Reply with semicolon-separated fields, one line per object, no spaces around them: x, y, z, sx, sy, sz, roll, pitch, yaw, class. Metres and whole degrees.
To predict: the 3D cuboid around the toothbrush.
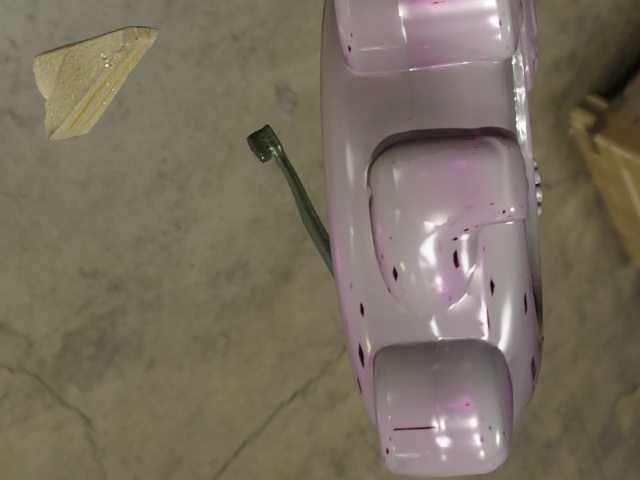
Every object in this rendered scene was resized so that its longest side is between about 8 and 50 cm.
0.000;0.000;1.491;0.031;0.297;0.030;-25;165;-18;toothbrush

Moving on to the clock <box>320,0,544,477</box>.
0.077;-0.034;0.824;0.295;0.113;0.322;-5;92;-79;clock

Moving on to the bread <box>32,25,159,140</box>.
-0.258;-0.187;1.614;0.077;0.152;0.105;-19;97;-59;bread
